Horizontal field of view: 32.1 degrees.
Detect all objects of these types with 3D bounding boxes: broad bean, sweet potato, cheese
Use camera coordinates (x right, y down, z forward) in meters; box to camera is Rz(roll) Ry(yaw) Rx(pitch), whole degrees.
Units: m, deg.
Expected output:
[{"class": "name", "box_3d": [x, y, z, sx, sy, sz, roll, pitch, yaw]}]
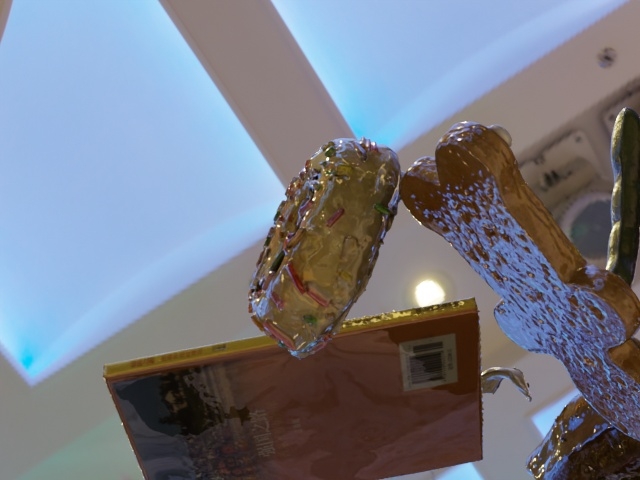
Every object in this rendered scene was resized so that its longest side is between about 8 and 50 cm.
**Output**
[{"class": "broad bean", "box_3d": [0.317, -0.033, 1.165, 0.069, 0.039, 0.227, 40, -126, -45]}, {"class": "sweet potato", "box_3d": [0.352, 0.206, 1.211, 0.158, 0.158, 0.369, 9, -37, -16]}, {"class": "cheese", "box_3d": [0.240, 0.182, 1.431, 0.060, 0.084, 0.041, 17, -100, -44]}]

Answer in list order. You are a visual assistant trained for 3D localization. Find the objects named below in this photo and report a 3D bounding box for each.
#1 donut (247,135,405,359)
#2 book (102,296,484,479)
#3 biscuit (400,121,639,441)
[{"class": "donut", "box_3d": [0.000, 0.000, 0.810, 0.068, 0.174, 0.174, 27, -76, -9]}, {"class": "book", "box_3d": [-0.014, 0.185, 1.171, 0.374, 0.028, 0.262, -10, -45, -1]}, {"class": "biscuit", "box_3d": [0.145, 0.029, 0.691, 0.035, 0.158, 0.240, -41, -85, -15]}]
